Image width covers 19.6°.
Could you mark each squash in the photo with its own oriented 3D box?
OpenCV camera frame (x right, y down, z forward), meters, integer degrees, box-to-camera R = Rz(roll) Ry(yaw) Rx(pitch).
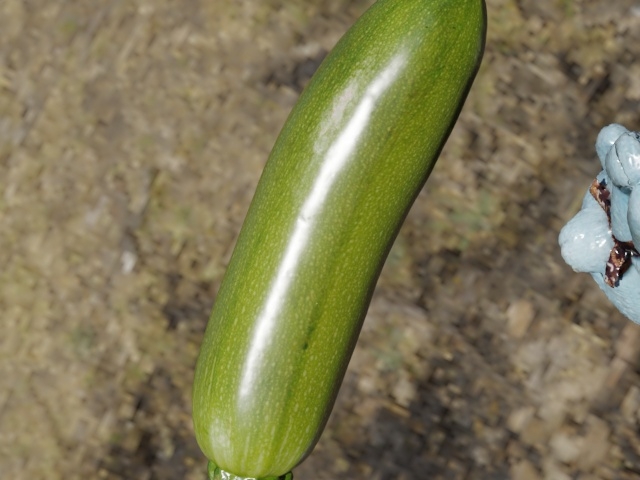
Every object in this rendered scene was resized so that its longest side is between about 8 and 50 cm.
[{"bbox_3d":[0.000,0.000,0.798,0.069,0.069,0.258,32,100,55],"label":"squash"}]

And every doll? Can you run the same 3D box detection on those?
[{"bbox_3d":[0.161,-0.005,0.985,0.075,0.180,0.120,-17,75,15],"label":"doll"}]
